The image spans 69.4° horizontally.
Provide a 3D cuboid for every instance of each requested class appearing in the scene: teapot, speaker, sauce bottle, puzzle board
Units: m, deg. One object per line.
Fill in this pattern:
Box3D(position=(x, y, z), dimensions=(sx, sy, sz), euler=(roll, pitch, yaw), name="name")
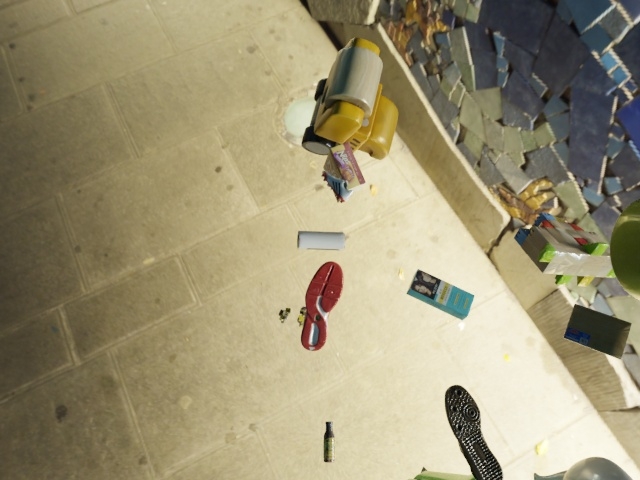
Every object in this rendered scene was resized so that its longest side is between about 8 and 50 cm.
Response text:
Box3D(position=(0.689, 0.687, 1.150), dimensions=(0.186, 0.256, 0.253), euler=(-19, 62, -5), name="teapot")
Box3D(position=(0.000, 0.000, 1.332), dimensions=(0.136, 0.055, 0.055), euler=(2, 66, -10), name="speaker")
Box3D(position=(0.029, 0.684, 1.572), dimensions=(0.042, 0.042, 0.128), euler=(-2, 74, -1), name="sauce bottle")
Box3D(position=(0.674, 0.221, 1.126), dimensions=(0.128, 0.011, 0.097), euler=(20, 71, 26), name="puzzle board")

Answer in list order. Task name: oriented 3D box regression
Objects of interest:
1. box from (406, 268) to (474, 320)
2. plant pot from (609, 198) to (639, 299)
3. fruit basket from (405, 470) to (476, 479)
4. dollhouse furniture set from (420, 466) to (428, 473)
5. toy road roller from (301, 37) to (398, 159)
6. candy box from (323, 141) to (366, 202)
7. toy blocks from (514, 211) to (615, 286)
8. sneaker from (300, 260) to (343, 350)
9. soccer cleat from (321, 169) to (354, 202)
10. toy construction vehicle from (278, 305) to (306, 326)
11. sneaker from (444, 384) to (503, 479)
Box3D(position=(0.472, 0.213, 1.822), dimensions=(0.244, 0.060, 0.101), euler=(25, 64, 7), name="box")
Box3D(position=(0.892, 0.023, 1.050), dimensions=(0.274, 0.293, 0.275), euler=(0, 90, -12), name="plant pot")
Box3D(position=(0.299, 0.710, 1.017), dimensions=(0.391, 0.392, 0.283), euler=(2, 87, 1), name="fruit basket")
Box3D(position=(0.372, 0.720, 1.423), dimensions=(0.081, 0.091, 0.114), euler=(-14, 24, -28), name="dollhouse furniture set")
Box3D(position=(0.108, -0.335, 1.206), dimensions=(0.240, 0.329, 0.203), euler=(17, 78, -13), name="toy road roller")
Box3D(position=(0.056, -0.166, 1.161), dimensions=(0.053, 0.186, 0.109), euler=(-22, 87, -8), name="candy box")
Box3D(position=(0.875, 0.005, 1.688), dimensions=(0.380, 0.191, 0.261), euler=(4, 37, -19), name="toy blocks")
Box3D(position=(-0.007, 0.147, 1.142), dimensions=(0.086, 0.128, 0.222), euler=(18, 97, -9), name="sneaker")
Box3D(position=(0.032, -0.108, 0.877), dimensions=(0.035, 0.029, 0.083), euler=(-38, 60, 7), name="soccer cleat")
Box3D(position=(-0.067, 0.209, 1.250), dimensions=(0.085, 0.098, 0.035), euler=(11, 58, -15), name="toy construction vehicle")
Box3D(position=(0.278, 0.374, 0.884), dimensions=(0.066, 0.071, 0.189), euler=(-15, 73, -13), name="sneaker")
